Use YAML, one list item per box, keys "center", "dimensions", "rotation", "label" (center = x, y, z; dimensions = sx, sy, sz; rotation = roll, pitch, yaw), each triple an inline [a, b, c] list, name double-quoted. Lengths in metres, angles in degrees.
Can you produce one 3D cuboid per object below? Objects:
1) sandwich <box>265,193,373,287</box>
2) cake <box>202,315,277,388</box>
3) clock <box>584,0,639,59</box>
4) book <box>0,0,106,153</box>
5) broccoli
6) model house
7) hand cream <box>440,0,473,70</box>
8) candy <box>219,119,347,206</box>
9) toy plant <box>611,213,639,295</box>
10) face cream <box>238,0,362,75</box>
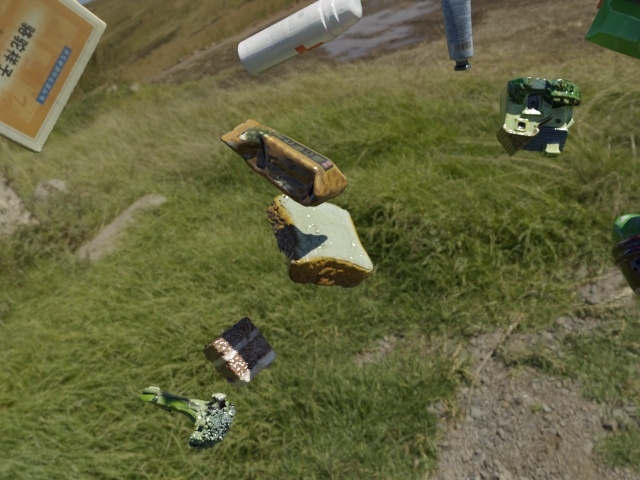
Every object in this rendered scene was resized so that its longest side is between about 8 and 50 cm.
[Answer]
- center: [0.000, -0.001, 1.316]
  dimensions: [0.087, 0.226, 0.251]
  rotation: [-57, 34, 30]
  label: "sandwich"
- center: [-0.213, 0.300, 1.468]
  dimensions: [0.135, 0.147, 0.134]
  rotation: [-39, 2, -31]
  label: "cake"
- center: [0.378, -0.297, 0.556]
  dimensions: [0.106, 0.220, 0.255]
  rotation: [32, 33, 23]
  label: "clock"
- center: [-0.349, -0.215, 0.532]
  dimensions: [0.018, 0.241, 0.170]
  rotation: [16, 79, 44]
  label: "book"
- center: [-0.276, 0.351, 1.142]
  dimensions: [0.204, 0.118, 0.122]
  rotation: [17, 66, 16]
  label: "broccoli"
- center: [0.607, -0.331, 1.537]
  dimensions: [0.214, 0.189, 0.195]
  rotation: [8, 1, 6]
  label: "model house"
- center: [0.317, -0.522, 1.268]
  dimensions: [0.088, 0.256, 0.055]
  rotation: [-13, 28, 2]
  label: "hand cream"
- center: [-0.080, -0.169, 1.162]
  dimensions: [0.143, 0.271, 0.101]
  rotation: [-37, -20, -54]
  label: "candy"
- center: [0.757, -0.001, 1.247]
  dimensions: [0.175, 0.218, 0.235]
  rotation: [6, 67, -11]
  label: "toy plant"
- center: [-0.051, -0.535, 1.425]
  dimensions: [0.345, 0.102, 0.102]
  rotation: [-15, 28, 28]
  label: "face cream"
